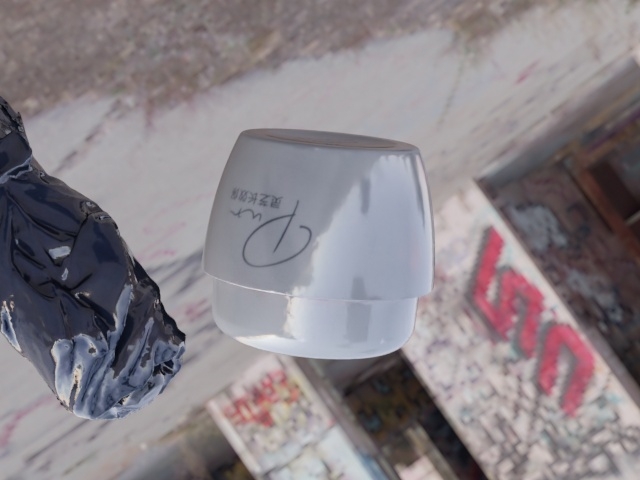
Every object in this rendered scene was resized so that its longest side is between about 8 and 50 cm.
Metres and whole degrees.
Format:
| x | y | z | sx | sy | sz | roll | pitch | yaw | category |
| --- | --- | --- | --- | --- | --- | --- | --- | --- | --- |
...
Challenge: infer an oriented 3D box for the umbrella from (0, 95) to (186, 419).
| x | y | z | sx | sy | sz | roll | pitch | yaw | category |
| --- | --- | --- | --- | --- | --- | --- | --- | --- | --- |
| -0.138 | -0.036 | 0.567 | 0.071 | 0.248 | 0.071 | -34 | 162 | -12 | umbrella |

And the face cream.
| x | y | z | sx | sy | sz | roll | pitch | yaw | category |
| --- | --- | --- | --- | --- | --- | --- | --- | --- | --- |
| 0.000 | 0.000 | 0.713 | 0.117 | 0.104 | 0.117 | 4 | -170 | -1 | face cream |
